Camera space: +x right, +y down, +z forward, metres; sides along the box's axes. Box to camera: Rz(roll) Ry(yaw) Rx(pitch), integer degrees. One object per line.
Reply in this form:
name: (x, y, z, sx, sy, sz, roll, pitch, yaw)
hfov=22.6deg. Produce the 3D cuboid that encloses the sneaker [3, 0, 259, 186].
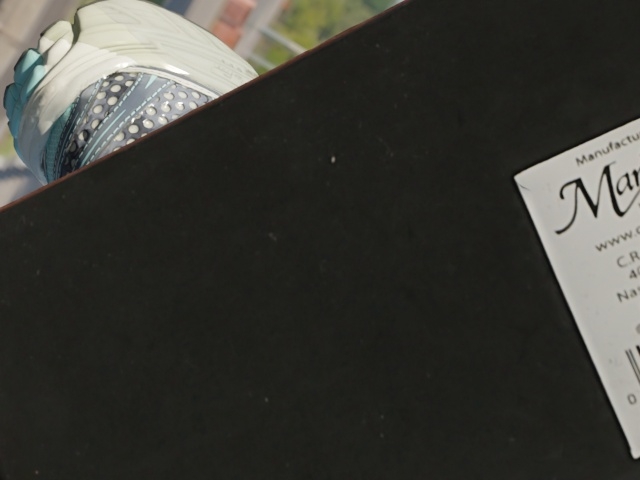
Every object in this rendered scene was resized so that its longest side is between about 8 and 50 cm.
sneaker: (0.000, 0.000, 0.691, 0.110, 0.283, 0.122, -55, -137, 26)

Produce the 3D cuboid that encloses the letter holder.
letter holder: (0.077, 0.025, 0.494, 0.302, 0.152, 0.214, -26, 162, 12)
